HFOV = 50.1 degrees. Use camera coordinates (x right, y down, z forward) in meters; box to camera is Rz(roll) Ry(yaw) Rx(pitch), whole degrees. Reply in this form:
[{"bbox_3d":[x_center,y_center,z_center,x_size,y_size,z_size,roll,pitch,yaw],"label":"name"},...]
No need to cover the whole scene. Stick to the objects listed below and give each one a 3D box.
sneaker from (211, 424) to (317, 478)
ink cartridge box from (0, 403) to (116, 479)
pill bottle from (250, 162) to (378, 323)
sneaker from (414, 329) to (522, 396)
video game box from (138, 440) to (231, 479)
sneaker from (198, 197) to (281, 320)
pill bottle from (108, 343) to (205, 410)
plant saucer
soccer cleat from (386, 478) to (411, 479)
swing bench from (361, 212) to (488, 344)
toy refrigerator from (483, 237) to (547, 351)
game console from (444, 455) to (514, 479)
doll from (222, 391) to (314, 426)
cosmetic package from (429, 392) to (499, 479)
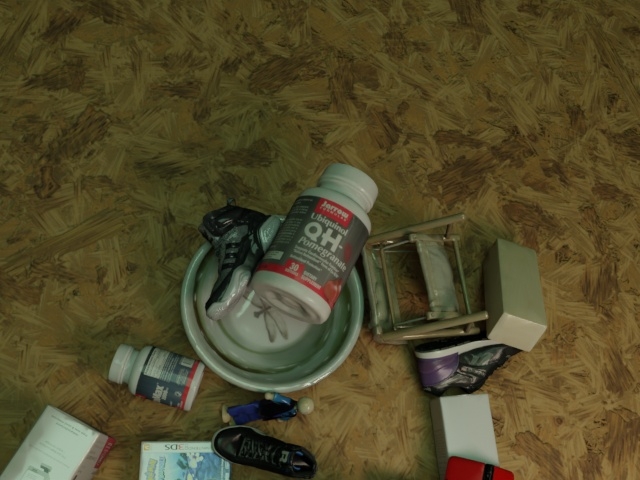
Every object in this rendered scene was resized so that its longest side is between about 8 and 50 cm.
[{"bbox_3d":[-0.104,0.425,1.387,0.217,0.121,0.079,22,67,-19],"label":"sneaker"},{"bbox_3d":[-0.523,0.467,1.280,0.117,0.207,0.282,29,69,3],"label":"ink cartridge box"},{"bbox_3d":[0.000,0.000,1.445,0.176,0.176,0.318,27,68,0],"label":"pill bottle"},{"bbox_3d":[0.354,0.282,1.572,0.284,0.107,0.124,-9,92,-12],"label":"sneaker"},{"bbox_3d":[-0.276,0.512,1.394,0.187,0.048,0.205,1,70,-8],"label":"video game box"},{"bbox_3d":[-0.204,0.032,1.443,0.153,0.101,0.268,29,63,2],"label":"sneaker"},{"bbox_3d":[-0.341,0.280,1.430,0.180,0.108,0.107,18,69,-3],"label":"pill bottle"},{"bbox_3d":[-0.107,0.142,1.524,0.401,0.100,0.400,3,71,-9],"label":"plant saucer"},{"bbox_3d":[0.184,0.655,1.395,0.117,0.108,0.318,6,67,-12],"label":"soccer cleat"},{"bbox_3d":[0.220,0.093,1.554,0.255,0.165,0.253,-8,69,3],"label":"swing bench"},{"bbox_3d":[0.439,0.121,1.572,0.102,0.094,0.269,18,37,-4],"label":"toy refrigerator"},{"bbox_3d":[0.324,0.535,1.419,0.124,0.085,0.143,28,68,-33],"label":"game console"},{"bbox_3d":[-0.104,0.357,1.440,0.189,0.129,0.046,-12,50,9],"label":"doll"},{"bbox_3d":[0.317,0.457,1.497,0.118,0.085,0.230,0,69,-10],"label":"cosmetic package"}]
